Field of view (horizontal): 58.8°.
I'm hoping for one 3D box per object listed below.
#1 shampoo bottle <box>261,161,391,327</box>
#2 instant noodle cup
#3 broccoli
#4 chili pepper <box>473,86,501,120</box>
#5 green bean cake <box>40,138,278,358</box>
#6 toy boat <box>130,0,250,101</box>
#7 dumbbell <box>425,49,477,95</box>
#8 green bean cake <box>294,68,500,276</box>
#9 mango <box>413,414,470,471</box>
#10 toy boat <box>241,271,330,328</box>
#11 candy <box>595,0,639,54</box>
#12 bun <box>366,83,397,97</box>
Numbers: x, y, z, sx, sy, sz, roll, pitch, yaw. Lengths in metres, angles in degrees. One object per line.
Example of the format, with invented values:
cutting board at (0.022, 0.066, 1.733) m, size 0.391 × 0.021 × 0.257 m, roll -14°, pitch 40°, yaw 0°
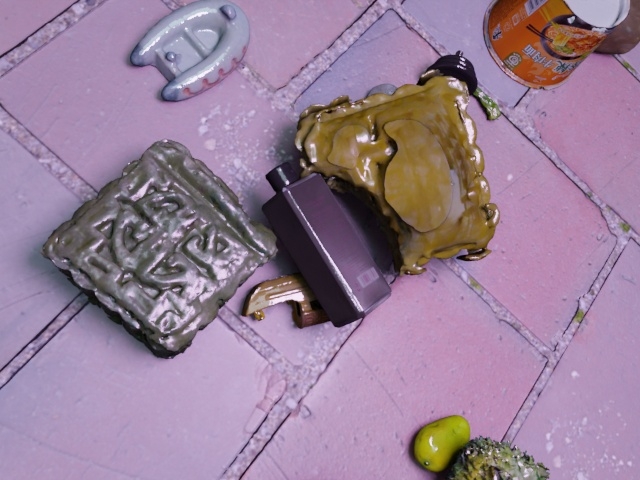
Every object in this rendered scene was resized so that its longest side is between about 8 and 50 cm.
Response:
shampoo bottle at (0.000, 0.000, 0.824) m, size 0.080 × 0.079 × 0.246 m, roll -31°, pitch 89°, yaw -40°
instant noodle cup at (0.467, -0.442, 1.110) m, size 0.230 × 0.182 × 0.231 m, roll 5°, pitch 74°, yaw -16°
broccoli at (0.280, 0.387, 0.825) m, size 0.194 × 0.194 × 0.220 m, roll -40°, pitch 111°, yaw -22°
chili pepper at (0.319, -0.270, 1.102) m, size 0.034 × 0.030 × 0.091 m, roll -40°, pitch 88°, yaw 3°
green bean cake at (-0.217, 0.010, 0.813) m, size 0.241 × 0.132 × 0.255 m, roll 43°, pitch 68°, yaw 1°
toy boat at (-0.202, -0.321, 0.927) m, size 0.207 × 0.079 × 0.134 m, roll -40°, pitch 88°, yaw -20°
dumbbell at (0.227, -0.259, 1.033) m, size 0.099 × 0.099 × 0.209 m, roll 23°, pitch 71°, yaw -11°
green bean cake at (0.117, -0.088, 0.883) m, size 0.284 × 0.202 × 0.310 m, roll -17°, pitch 90°, yaw 4°
mango at (0.195, 0.318, 0.899) m, size 0.108 × 0.056 × 0.073 m, roll -30°, pitch 92°, yaw -25°
toy boat at (-0.012, 0.089, 0.887) m, size 0.225 × 0.068 × 0.088 m, roll -12°, pitch 87°, yaw -21°
candy at (0.618, -0.515, 1.219) m, size 0.104 × 0.102 × 0.234 m, roll 10°, pitch 75°, yaw -14°
bun at (0.117, -0.244, 1.023) m, size 0.083 × 0.045 × 0.083 m, roll 3°, pitch 75°, yaw -12°
